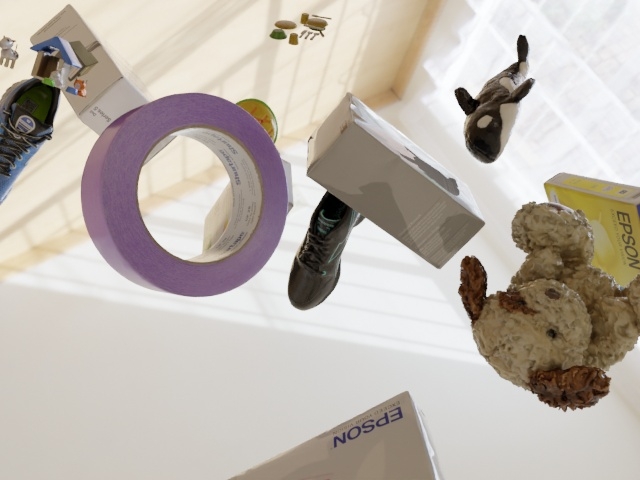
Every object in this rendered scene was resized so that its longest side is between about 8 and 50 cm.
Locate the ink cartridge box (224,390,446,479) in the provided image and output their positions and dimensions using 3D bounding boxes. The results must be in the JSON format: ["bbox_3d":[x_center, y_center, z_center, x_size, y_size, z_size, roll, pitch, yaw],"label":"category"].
[{"bbox_3d":[-0.006,0.348,0.681,0.324,0.071,0.330,-28,-159,8],"label":"ink cartridge box"}]

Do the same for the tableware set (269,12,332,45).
[{"bbox_3d":[-0.043,-0.439,1.310,0.154,0.104,0.024,-65,166,-50],"label":"tableware set"}]

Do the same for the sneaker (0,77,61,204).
[{"bbox_3d":[-0.618,-0.203,1.243,0.129,0.330,0.147,33,153,-32],"label":"sneaker"}]

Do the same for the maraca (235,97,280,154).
[{"bbox_3d":[-0.167,-0.267,1.592,0.127,0.186,0.099,-10,-155,5],"label":"maraca"}]

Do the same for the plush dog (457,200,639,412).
[{"bbox_3d":[0.289,0.101,0.794,0.225,0.262,0.211,-18,136,-30],"label":"plush dog"}]

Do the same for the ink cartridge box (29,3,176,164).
[{"bbox_3d":[-0.422,-0.301,1.239,0.115,0.273,0.198,-40,150,1],"label":"ink cartridge box"}]

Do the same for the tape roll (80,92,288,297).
[{"bbox_3d":[-0.181,-0.061,0.875,0.274,0.275,0.090,-23,-167,-35],"label":"tape roll"}]

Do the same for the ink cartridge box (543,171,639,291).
[{"bbox_3d":[0.560,0.039,1.130,0.072,0.304,0.307,-29,-158,-10],"label":"ink cartridge box"}]

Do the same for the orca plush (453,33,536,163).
[{"bbox_3d":[0.275,-0.242,1.026,0.287,0.102,0.151,-61,179,-25],"label":"orca plush"}]

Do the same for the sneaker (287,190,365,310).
[{"bbox_3d":[0.000,0.000,1.127,0.267,0.101,0.106,-66,160,5],"label":"sneaker"}]

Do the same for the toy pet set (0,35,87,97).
[{"bbox_3d":[-0.365,-0.247,0.859,0.114,0.122,0.065,-111,-138,-81],"label":"toy pet set"}]

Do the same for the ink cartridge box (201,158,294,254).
[{"bbox_3d":[-0.144,-0.055,1.227,0.093,0.154,0.212,23,122,-22],"label":"ink cartridge box"}]

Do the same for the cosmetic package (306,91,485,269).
[{"bbox_3d":[0.099,-0.082,0.860,0.107,0.238,0.127,-50,-163,25],"label":"cosmetic package"}]
